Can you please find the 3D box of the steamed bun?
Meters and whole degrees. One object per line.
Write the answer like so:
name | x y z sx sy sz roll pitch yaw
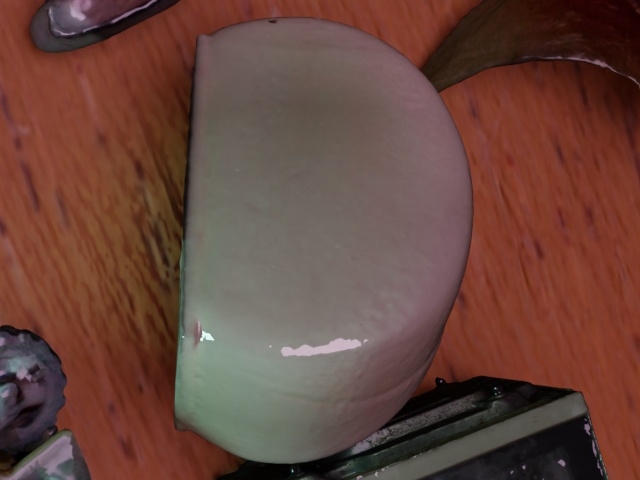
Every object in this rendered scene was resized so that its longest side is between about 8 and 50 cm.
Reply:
steamed bun | 0.000 0.000 1.129 0.164 0.146 0.241 3 57 -6

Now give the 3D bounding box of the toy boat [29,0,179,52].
toy boat | -0.112 -0.221 1.179 0.227 0.085 0.155 -42 95 -3

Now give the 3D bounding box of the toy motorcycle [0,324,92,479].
toy motorcycle | -0.177 0.161 1.072 0.130 0.094 0.229 -27 115 -23

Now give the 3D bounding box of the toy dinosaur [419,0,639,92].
toy dinosaur | 0.224 -0.106 1.292 0.327 0.113 0.206 -21 72 -29

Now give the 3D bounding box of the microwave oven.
microwave oven | 0.055 0.165 1.186 0.205 0.163 0.129 -19 98 -19
